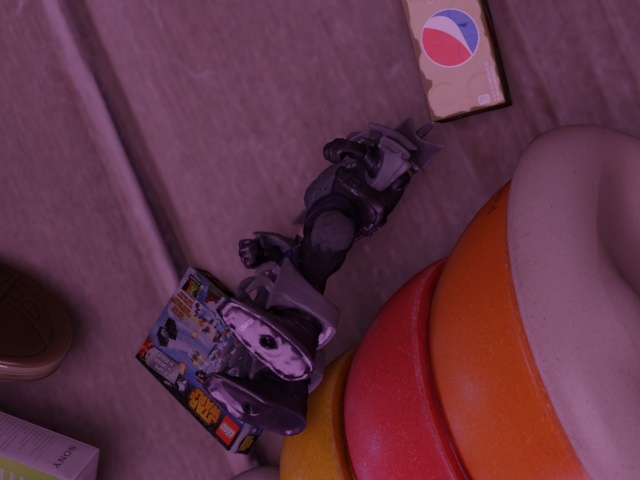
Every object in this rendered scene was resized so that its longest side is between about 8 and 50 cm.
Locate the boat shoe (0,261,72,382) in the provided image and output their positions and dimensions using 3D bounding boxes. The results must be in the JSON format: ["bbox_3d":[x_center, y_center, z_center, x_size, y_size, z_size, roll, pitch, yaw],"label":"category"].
[{"bbox_3d":[-0.349,0.073,1.229,0.302,0.109,0.098,10,135,12],"label":"boat shoe"}]

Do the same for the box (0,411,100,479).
[{"bbox_3d":[-0.349,0.225,1.214,0.322,0.058,0.232,19,120,13],"label":"box"}]

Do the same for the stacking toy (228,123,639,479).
[{"bbox_3d":[0.092,0.160,1.063,0.480,0.350,0.350,-29,86,33],"label":"stacking toy"}]

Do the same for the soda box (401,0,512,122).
[{"bbox_3d":[0.097,-0.186,1.118,0.061,0.058,0.181,-14,91,14],"label":"soda box"}]

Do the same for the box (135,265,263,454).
[{"bbox_3d":[-0.083,0.096,1.166,0.137,0.027,0.094,40,102,36],"label":"box"}]

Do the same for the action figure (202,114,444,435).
[{"bbox_3d":[0.000,0.000,1.058,0.099,0.285,0.185,30,133,-5],"label":"action figure"}]
